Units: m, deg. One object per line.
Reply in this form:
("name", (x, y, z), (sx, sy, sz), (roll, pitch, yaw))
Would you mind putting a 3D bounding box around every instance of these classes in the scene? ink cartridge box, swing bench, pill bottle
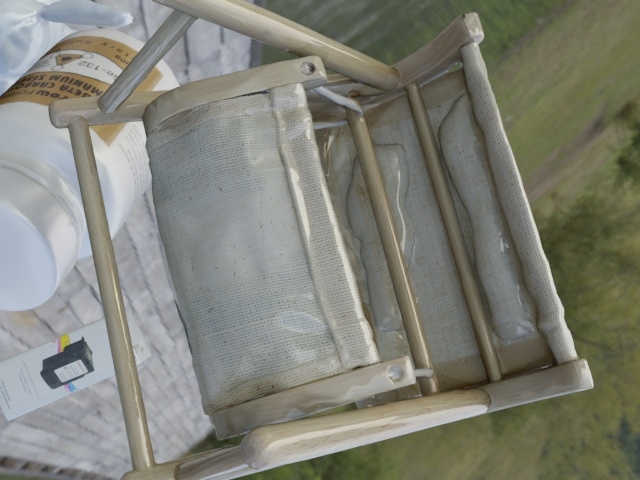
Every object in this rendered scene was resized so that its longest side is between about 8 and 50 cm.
("ink cartridge box", (-0.319, 0.156, 1.115), (0.175, 0.072, 0.127), (-23, 179, -5))
("swing bench", (0.000, 0.000, 0.532), (0.254, 0.253, 0.165), (-3, 163, -38))
("pill bottle", (-0.200, -0.059, 0.662), (0.131, 0.131, 0.229), (-49, -166, 37))

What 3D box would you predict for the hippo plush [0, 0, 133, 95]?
("hippo plush", (-0.349, -0.217, 0.816), (0.294, 0.234, 0.236), (-41, -156, 16))
